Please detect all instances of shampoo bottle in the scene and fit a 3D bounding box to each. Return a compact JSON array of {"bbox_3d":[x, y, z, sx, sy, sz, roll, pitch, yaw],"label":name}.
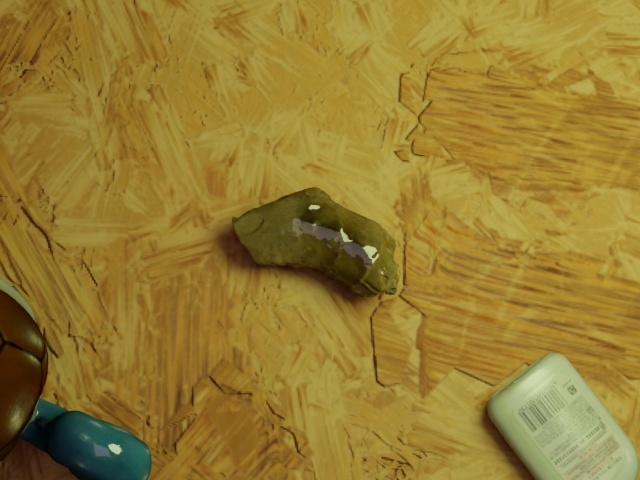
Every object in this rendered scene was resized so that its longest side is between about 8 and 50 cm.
[{"bbox_3d":[0.276,0.230,1.339,0.108,0.051,0.221,-36,84,-14],"label":"shampoo bottle"}]

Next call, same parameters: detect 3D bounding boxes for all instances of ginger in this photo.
[{"bbox_3d":[-0.001,0.001,1.350,0.190,0.069,0.095,23,70,0],"label":"ginger"}]

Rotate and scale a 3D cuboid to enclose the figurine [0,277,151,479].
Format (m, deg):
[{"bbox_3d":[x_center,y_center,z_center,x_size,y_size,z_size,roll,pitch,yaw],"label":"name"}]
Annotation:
[{"bbox_3d":[-0.359,0.132,1.186,0.416,0.243,0.298,38,77,-38],"label":"figurine"}]
